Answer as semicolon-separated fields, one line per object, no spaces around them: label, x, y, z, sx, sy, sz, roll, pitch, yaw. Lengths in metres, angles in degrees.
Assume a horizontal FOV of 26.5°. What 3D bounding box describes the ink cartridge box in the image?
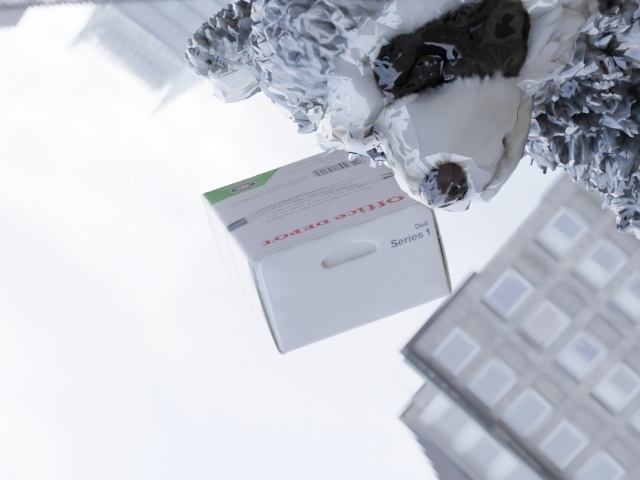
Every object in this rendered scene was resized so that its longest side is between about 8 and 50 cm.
ink cartridge box;0.000;0.000;1.179;0.219;0.160;0.093;-130;22;-67

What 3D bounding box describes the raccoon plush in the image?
raccoon plush;0.096;-0.171;0.741;0.299;0.216;0.446;15;-146;-11
